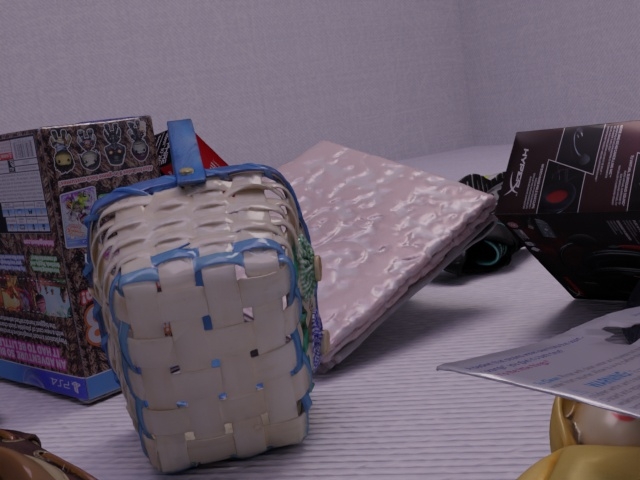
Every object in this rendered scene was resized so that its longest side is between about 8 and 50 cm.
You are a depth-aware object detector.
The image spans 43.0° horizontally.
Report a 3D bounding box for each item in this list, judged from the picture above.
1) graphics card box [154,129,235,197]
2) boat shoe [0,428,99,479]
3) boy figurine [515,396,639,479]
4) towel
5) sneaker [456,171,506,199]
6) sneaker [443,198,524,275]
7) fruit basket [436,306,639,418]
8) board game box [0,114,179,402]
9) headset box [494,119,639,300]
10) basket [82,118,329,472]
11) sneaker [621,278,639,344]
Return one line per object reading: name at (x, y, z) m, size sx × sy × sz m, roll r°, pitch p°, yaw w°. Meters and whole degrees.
graphics card box at (-0.295, -0.043, 1.355) m, size 0.371 × 0.233 × 0.094 m, roll -17°, pitch 48°, yaw 30°
boat shoe at (-0.235, 0.177, 0.534) m, size 0.342 × 0.123 × 0.123 m, roll -8°, pitch -22°, yaw 39°
boy figurine at (0.158, 0.141, 0.396) m, size 0.177 × 0.092 × 0.285 m, roll -7°, pitch 12°, yaw 23°
towel at (0.000, 0.000, 0.996) m, size 0.317 × 0.053 × 0.332 m, roll 23°, pitch 48°, yaw 39°
sneaker at (0.347, -0.107, 1.841) m, size 0.209 × 0.081 × 0.094 m, roll -8°, pitch -1°, yaw -44°
sneaker at (0.259, 0.005, 1.222) m, size 0.267 × 0.101 × 0.106 m, roll -13°, pitch 32°, yaw -30°
fruit basket at (0.279, 0.078, 0.335) m, size 0.353 × 0.165 × 0.327 m, roll 2°, pitch 3°, yaw 39°
board game box at (-0.295, 0.015, 0.947) m, size 0.232 × 0.291 × 0.141 m, roll 1°, pitch 12°, yaw 43°
headset box at (0.365, -0.024, 0.830) m, size 0.293 × 0.110 × 0.218 m, roll 0°, pitch -27°, yaw 42°
basket at (-0.103, 0.049, 0.734) m, size 0.201 × 0.254 × 0.289 m, roll -12°, pitch 28°, yaw -13°
sneaker at (0.364, 0.075, 0.670) m, size 0.131 × 0.112 × 0.319 m, roll 27°, pitch -1°, yaw -3°
